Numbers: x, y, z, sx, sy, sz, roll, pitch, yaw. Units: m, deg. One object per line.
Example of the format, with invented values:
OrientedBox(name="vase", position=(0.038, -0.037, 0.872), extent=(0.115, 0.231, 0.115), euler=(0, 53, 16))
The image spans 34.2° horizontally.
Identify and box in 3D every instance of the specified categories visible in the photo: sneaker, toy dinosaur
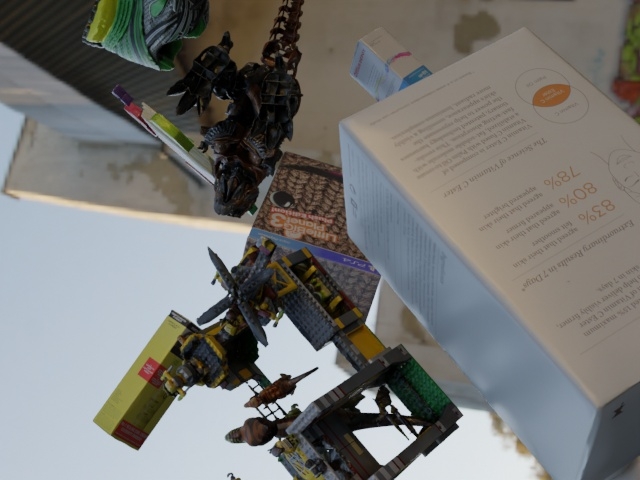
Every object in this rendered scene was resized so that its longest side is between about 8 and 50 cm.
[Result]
OrientedBox(name="sneaker", position=(-0.193, -0.352, 1.343), extent=(0.343, 0.146, 0.134), euler=(-48, 21, 55))
OrientedBox(name="toy dinosaur", position=(-0.093, -0.191, 1.404), extent=(0.218, 0.164, 0.322), euler=(-7, -84, -78))

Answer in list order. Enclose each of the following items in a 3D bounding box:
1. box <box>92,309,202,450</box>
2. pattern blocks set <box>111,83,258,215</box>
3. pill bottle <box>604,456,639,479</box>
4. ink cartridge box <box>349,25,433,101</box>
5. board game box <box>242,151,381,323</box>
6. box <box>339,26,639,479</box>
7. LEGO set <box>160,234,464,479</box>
OrientedBox(name="box", position=(-0.284, 0.239, 1.787), extent=(0.232, 0.058, 0.087), euler=(-54, -41, -10))
OrientedBox(name="pattern blocks set", position=(-0.236, -0.162, 1.824), extent=(0.026, 0.325, 0.285), euler=(-49, -4, -5))
OrientedBox(name="pill bottle", position=(0.372, 0.283, 1.297), extent=(0.216, 0.121, 0.121), euler=(42, -125, -47))
OrientedBox(name="ink cartridge box", position=(0.108, -0.253, 1.589), extent=(0.052, 0.122, 0.088), euler=(-38, -15, -26))
OrientedBox(name="board game box", position=(0.000, 0.000, 1.841), extent=(0.291, 0.232, 0.141), euler=(-73, -1, -54))
OrientedBox(name="box", position=(0.199, 0.008, 0.912), extent=(0.215, 0.345, 0.168), euler=(-28, -34, -16))
OrientedBox(name="LEGO set", position=(-0.038, 0.171, 1.027), extent=(0.331, 0.255, 0.192), euler=(55, -144, 8))
